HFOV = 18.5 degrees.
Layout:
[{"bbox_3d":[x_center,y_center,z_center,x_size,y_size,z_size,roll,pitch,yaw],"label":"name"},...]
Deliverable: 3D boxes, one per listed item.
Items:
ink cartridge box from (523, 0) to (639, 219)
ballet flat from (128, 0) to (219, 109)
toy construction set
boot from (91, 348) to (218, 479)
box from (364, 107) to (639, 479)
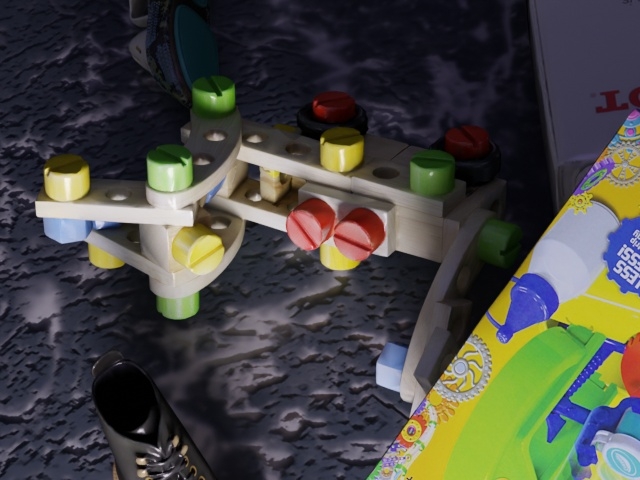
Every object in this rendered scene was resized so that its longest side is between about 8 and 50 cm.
[{"bbox_3d":[0.282,-0.165,1.332,0.285,0.166,0.395,-6,53,5],"label":"ink cartridge box"},{"bbox_3d":[-0.113,-0.162,1.466,0.070,0.070,0.188,-6,52,5],"label":"ballet flat"},{"bbox_3d":[0.000,0.000,1.266,0.328,0.151,0.215,30,39,18],"label":"toy construction set"},{"bbox_3d":[-0.077,0.168,1.164,0.077,0.137,0.198,-35,57,-16],"label":"boot"},{"bbox_3d":[0.223,0.136,1.048,0.290,0.177,0.279,40,102,31],"label":"box"}]
